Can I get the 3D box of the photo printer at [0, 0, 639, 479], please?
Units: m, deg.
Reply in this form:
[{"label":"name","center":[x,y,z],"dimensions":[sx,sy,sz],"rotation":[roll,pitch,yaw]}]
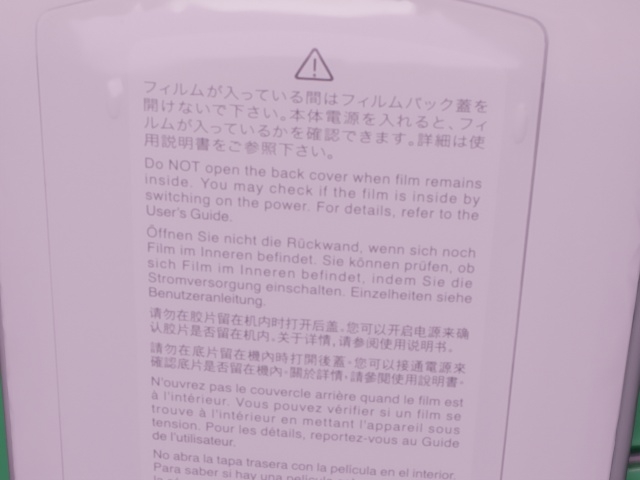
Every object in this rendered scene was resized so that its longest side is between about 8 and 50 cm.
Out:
[{"label":"photo printer","center":[0.000,0.000,0.630],"dimensions":[0.256,0.107,0.307],"rotation":[3,120,3]}]
